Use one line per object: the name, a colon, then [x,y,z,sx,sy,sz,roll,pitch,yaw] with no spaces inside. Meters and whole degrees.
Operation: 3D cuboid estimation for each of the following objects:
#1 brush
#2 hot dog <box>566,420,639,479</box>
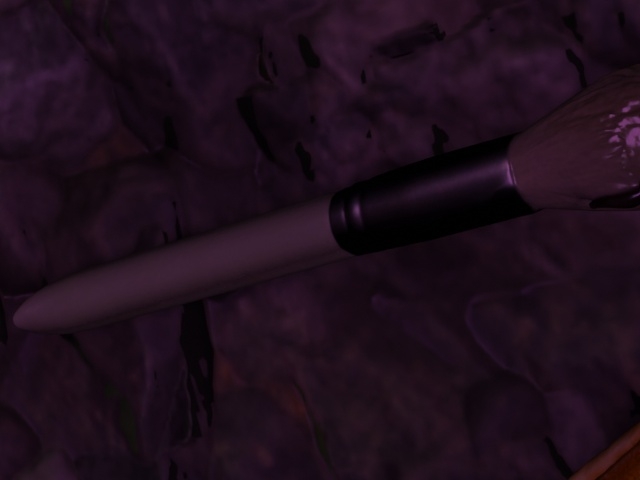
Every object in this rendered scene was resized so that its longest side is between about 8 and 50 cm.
brush: [0.000,0.000,0.632,0.299,0.039,0.042,-18,93,37]
hot dog: [0.115,0.081,0.565,0.072,0.055,0.188,53,124,14]
